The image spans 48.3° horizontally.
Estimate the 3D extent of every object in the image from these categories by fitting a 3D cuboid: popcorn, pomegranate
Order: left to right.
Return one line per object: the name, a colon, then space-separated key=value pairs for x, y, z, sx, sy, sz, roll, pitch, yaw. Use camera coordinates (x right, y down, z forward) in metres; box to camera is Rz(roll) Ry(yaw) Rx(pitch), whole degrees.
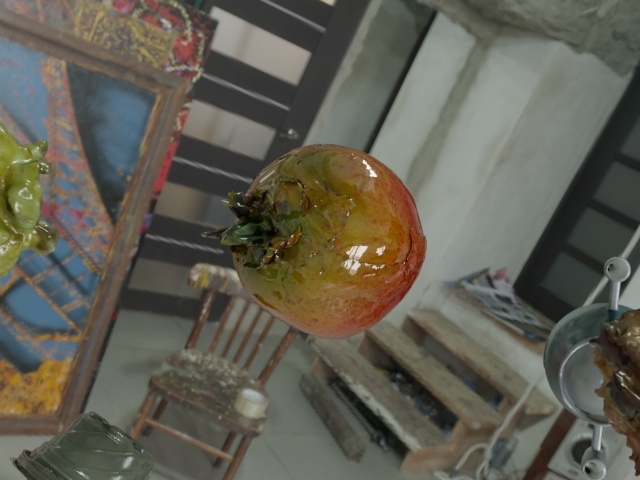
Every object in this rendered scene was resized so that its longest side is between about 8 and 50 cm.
popcorn: x=-0.501 y=-0.059 z=0.999 sx=0.270 sy=0.258 sz=0.224 roll=50 pitch=18 yaw=-20
pomegranate: x=0.000 y=0.000 z=0.751 sx=0.235 sy=0.210 sz=0.210 roll=6 pitch=24 yaw=-48

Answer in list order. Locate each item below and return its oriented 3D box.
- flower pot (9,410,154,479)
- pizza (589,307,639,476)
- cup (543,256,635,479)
flower pot: x=-0.366 y=0.371 z=1.163 sx=0.236 sy=0.140 sz=0.235 roll=30 pitch=-19 yaw=12
pizza: x=0.368 y=0.139 z=0.591 sx=0.278 sy=0.113 sz=0.409 roll=1 pitch=32 yaw=26
cup: x=0.377 y=0.170 z=0.948 sx=0.168 sy=0.299 sz=0.173 roll=6 pitch=5 yaw=23
